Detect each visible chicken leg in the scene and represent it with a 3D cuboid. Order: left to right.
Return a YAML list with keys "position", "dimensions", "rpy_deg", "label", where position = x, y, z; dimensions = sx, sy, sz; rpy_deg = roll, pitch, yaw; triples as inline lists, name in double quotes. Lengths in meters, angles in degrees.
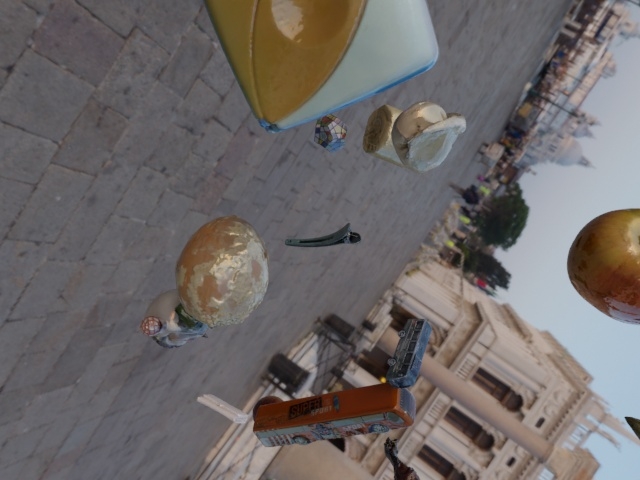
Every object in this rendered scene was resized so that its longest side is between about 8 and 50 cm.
- position: [0.169, 0.503, 1.061]
  dimensions: [0.253, 0.051, 0.106]
  rpy_deg: [-98, -167, -52]
  label: "chicken leg"

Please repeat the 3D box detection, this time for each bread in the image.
- position: [0.211, -0.293, 1.490]
  dimensions: [0.134, 0.141, 0.148]
  rpy_deg: [-25, -126, 58]
  label: "bread"

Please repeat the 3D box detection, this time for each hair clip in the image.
- position: [0.000, 0.000, 1.463]
  dimensions: [0.070, 0.229, 0.039]
  rpy_deg: [45, 45, -41]
  label: "hair clip"

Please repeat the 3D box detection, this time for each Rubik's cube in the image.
- position: [0.010, -0.430, 0.983]
  dimensions: [0.347, 0.352, 0.351]
  rpy_deg: [-19, -166, 17]
  label: "Rubik's cube"
- position: [0.030, -0.313, 1.545]
  dimensions: [0.111, 0.093, 0.111]
  rpy_deg: [-171, -90, -89]
  label: "Rubik's cube"

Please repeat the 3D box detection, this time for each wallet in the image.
- position: [-0.237, 0.405, 1.275]
  dimensions: [0.061, 0.122, 0.025]
  rpy_deg: [29, 81, -62]
  label: "wallet"

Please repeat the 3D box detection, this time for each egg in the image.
- position: [-0.209, 0.064, 1.137]
  dimensions: [0.203, 0.203, 0.245]
  rpy_deg: [46, 54, -78]
  label: "egg"

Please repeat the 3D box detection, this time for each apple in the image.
- position: [0.543, 0.048, 0.901]
  dimensions: [0.173, 0.234, 0.210]
  rpy_deg: [87, 21, -50]
  label: "apple"

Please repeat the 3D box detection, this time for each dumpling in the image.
- position: [0.192, -0.190, 0.949]
  dimensions: [0.136, 0.118, 0.199]
  rpy_deg: [-32, -174, 3]
  label: "dumpling"

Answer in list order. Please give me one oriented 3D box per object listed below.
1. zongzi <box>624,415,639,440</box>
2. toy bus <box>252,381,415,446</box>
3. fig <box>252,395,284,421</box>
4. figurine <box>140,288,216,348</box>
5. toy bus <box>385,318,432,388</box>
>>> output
- position: [0.790, 0.418, 0.974]
  dimensions: [0.323, 0.360, 0.160]
  rpy_deg: [-30, 166, -4]
  label: "zongzi"
- position: [0.027, 0.426, 1.277]
  dimensions: [0.408, 0.092, 0.093]
  rpy_deg: [-18, -149, 23]
  label: "toy bus"
- position: [-0.161, 0.575, 1.751]
  dimensions: [0.119, 0.119, 0.153]
  rpy_deg: [-52, 160, -15]
  label: "fig"
- position: [-0.368, 0.199, 1.490]
  dimensions: [0.281, 0.167, 0.370]
  rpy_deg: [-1, 160, -45]
  label: "figurine"
- position: [0.201, 0.253, 1.194]
  dimensions: [0.065, 0.047, 0.166]
  rpy_deg: [-11, -140, 41]
  label: "toy bus"
